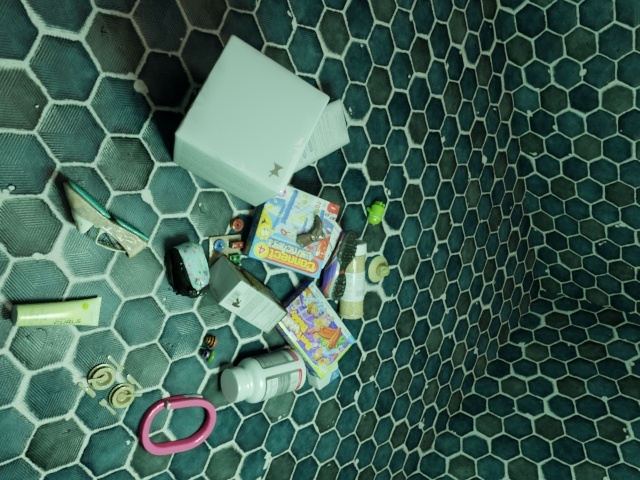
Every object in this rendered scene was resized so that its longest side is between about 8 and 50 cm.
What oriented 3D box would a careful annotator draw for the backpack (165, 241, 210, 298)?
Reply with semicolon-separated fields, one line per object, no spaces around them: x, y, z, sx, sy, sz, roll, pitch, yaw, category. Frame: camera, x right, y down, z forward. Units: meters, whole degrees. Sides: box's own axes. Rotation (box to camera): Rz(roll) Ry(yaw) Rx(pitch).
-0.449;0.097;1.672;0.115;0.151;0.182;-23;104;-43;backpack

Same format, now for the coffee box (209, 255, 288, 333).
-0.271;0.202;1.798;0.119;0.168;0.297;-46;137;1;coffee box

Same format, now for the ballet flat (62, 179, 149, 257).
-0.656;-0.046;1.460;0.106;0.107;0.316;-48;129;-6;ballet flat

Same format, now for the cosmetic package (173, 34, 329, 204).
-0.231;-0.334;1.504;0.329;0.393;0.328;29;80;-16;cosmetic package

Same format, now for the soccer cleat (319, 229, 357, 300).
0.071;0.099;2.138;0.108;0.116;0.319;2;106;-45;soccer cleat

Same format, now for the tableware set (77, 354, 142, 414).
-0.681;0.485;1.614;0.128;0.039;0.194;-46;128;-25;tableware set

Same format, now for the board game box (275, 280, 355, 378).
-0.032;0.381;2.096;0.233;0.078;0.347;-44;109;-26;board game box

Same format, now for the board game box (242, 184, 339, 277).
-0.110;-0.040;1.898;0.308;0.086;0.302;19;83;-25;board game box

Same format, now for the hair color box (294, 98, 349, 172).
-0.065;-0.402;1.905;0.374;0.113;0.186;-34;122;-33;hair color box

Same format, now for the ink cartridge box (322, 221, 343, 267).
0.000;0.000;2.078;0.191;0.082;0.140;-58;145;-13;ink cartridge box

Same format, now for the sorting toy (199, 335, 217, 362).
-0.420;0.401;1.822;0.042;0.061;0.102;29;53;-30;sorting toy

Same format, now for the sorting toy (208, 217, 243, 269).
-0.346;0.059;1.810;0.132;0.046;0.275;-7;106;-42;sorting toy

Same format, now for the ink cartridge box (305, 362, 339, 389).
0.001;0.545;2.238;0.134;0.078;0.231;-25;117;-36;ink cartridge box

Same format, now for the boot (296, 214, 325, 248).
-0.043;-0.034;1.865;0.114;0.037;0.107;-18;97;-20;boot

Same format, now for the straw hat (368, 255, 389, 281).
0.309;0.148;2.433;0.144;0.061;0.145;-14;111;-40;straw hat

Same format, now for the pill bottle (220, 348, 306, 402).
-0.228;0.545;1.957;0.318;0.176;0.177;-2;102;-43;pill bottle

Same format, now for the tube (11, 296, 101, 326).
-0.772;0.215;1.448;0.240;0.062;0.070;6;137;-48;tube

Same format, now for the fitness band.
-0.521;0.679;1.805;0.290;0.054;0.209;10;94;-43;fitness band

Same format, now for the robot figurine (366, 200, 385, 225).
0.262;-0.127;2.313;0.101;0.067;0.115;28;82;-48;robot figurine

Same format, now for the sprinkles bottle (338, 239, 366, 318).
0.145;0.177;2.247;0.121;0.121;0.356;-11;109;-41;sprinkles bottle
